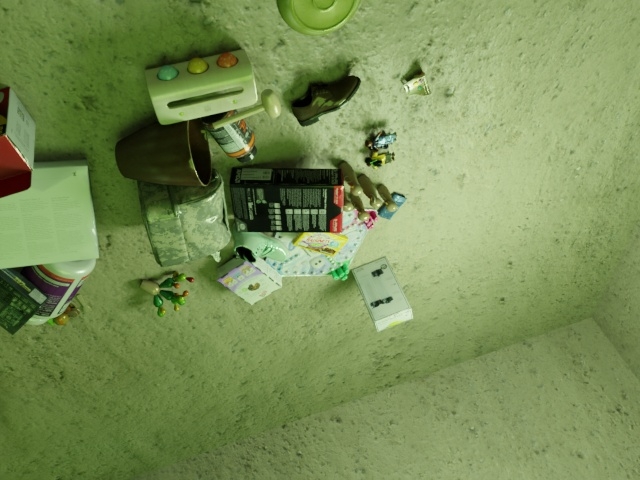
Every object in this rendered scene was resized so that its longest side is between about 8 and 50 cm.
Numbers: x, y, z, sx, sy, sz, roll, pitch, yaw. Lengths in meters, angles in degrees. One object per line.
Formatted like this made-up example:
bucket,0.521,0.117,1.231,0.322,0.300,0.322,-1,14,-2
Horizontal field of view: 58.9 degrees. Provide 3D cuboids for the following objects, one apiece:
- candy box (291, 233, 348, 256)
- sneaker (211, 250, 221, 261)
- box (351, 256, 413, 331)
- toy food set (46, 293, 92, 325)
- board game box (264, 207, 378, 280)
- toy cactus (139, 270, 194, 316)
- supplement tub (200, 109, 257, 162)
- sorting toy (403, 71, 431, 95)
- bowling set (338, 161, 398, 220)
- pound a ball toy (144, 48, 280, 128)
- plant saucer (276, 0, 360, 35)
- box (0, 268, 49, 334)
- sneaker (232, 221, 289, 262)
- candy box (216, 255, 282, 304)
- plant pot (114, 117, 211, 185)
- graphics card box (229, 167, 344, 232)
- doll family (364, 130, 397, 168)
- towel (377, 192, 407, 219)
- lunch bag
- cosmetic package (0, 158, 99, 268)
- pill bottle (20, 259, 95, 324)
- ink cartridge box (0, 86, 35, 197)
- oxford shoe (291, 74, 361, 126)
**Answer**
candy box,0.000,0.000,2.152,0.206,0.027,0.105,17,124,-39
sneaker,-0.384,0.049,2.103,0.037,0.032,0.083,-27,142,6
box,0.258,0.225,2.404,0.169,0.290,0.087,-22,141,-1
toy food set,-0.952,0.264,2.076,0.192,0.038,0.132,-15,141,-9
board game box,-0.005,0.024,2.240,0.390,0.050,0.390,1,135,-26
toy cactus,-0.587,0.188,2.135,0.180,0.112,0.219,27,125,-21
supplement tub,-0.263,-0.318,1.681,0.106,0.106,0.198,-27,142,6
sorting toy,0.302,-0.492,1.800,0.075,0.045,0.083,-22,142,11
bowling set,0.131,-0.131,2.040,0.287,0.154,0.200,21,124,-40
pound a ball toy,-0.284,-0.401,1.493,0.319,0.208,0.136,-15,141,-8
plant saucer,0.006,-0.642,1.488,0.241,0.037,0.241,-13,140,-11
box,-0.982,0.162,1.742,0.183,0.059,0.232,-38,106,26
sneaker,-0.218,0.047,2.049,0.256,0.151,0.094,33,126,-32
candy box,-0.272,0.143,2.187,0.165,0.070,0.196,-32,127,22
plant pot,-0.453,-0.248,1.618,0.230,0.215,0.215,-7,141,5
graphics card box,-0.108,-0.130,1.901,0.371,0.094,0.233,-1,139,0
doll family,0.199,-0.307,1.942,0.111,0.076,0.193,-11,135,-7
towel,0.278,-0.133,2.209,0.067,0.029,0.119,14,129,-35
lunch bag,-0.420,-0.080,1.794,0.256,0.212,0.305,-11,141,-12
cosmetic package,-0.843,-0.074,1.609,0.377,0.097,0.284,-6,114,-20
pill bottle,-0.880,0.131,1.846,0.181,0.181,0.323,19,126,-39
ink cartridge box,-0.878,-0.208,1.384,0.309,0.272,0.130,-19,141,-5
oxford shoe,0.015,-0.434,1.698,0.227,0.083,0.096,-31,136,9
